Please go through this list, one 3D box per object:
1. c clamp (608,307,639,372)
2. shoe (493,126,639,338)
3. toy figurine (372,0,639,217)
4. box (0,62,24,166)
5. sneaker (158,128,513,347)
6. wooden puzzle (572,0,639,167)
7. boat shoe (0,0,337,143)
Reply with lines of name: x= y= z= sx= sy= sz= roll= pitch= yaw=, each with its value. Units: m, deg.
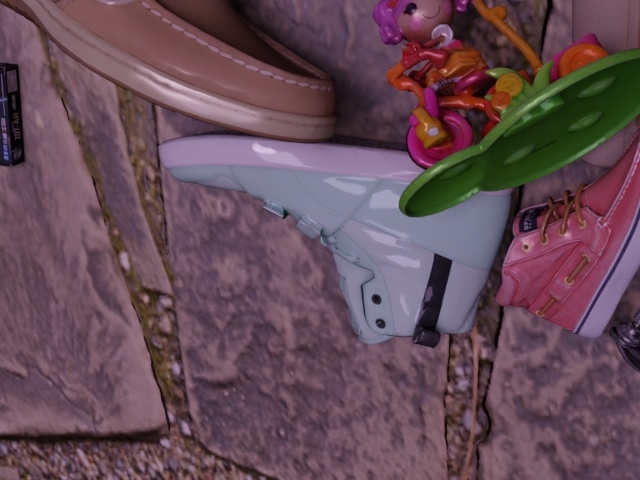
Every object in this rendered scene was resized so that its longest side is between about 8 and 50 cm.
c clamp: x=0.253 y=0.030 z=0.543 sx=0.137 sy=0.022 sz=0.160 roll=14 pitch=117 yaw=-20
shoe: x=0.172 y=-0.010 z=0.532 sx=0.081 sy=0.063 sz=0.178 roll=17 pitch=133 yaw=10
toy figurine: x=0.092 y=-0.120 z=0.492 sx=0.173 sy=0.130 sz=0.159 roll=-27 pitch=70 yaw=2
box: x=-0.282 y=-0.106 z=0.661 sx=0.067 sy=0.018 sz=0.083 roll=9 pitch=111 yaw=11
sneaker: x=0.000 y=0.000 z=0.577 sx=0.256 sy=0.094 sz=0.151 roll=9 pitch=105 yaw=9
wooden puzzle: x=0.272 y=-0.145 z=0.464 sx=0.239 sy=0.044 sz=0.220 roll=0 pitch=121 yaw=16
boat shoe: x=-0.126 y=-0.175 z=0.525 sx=0.341 sy=0.122 sz=0.110 roll=31 pitch=108 yaw=13
